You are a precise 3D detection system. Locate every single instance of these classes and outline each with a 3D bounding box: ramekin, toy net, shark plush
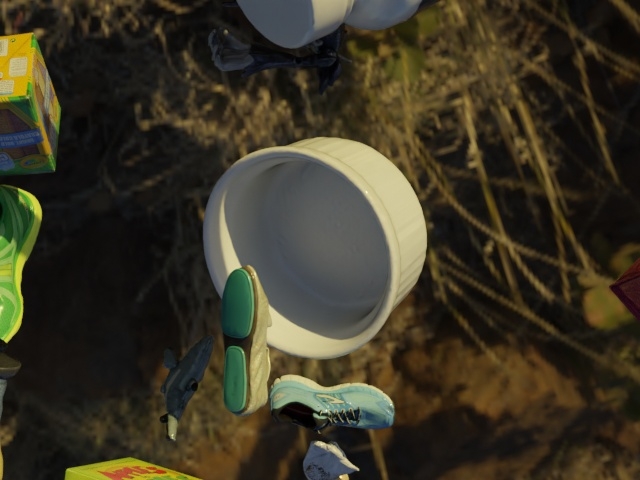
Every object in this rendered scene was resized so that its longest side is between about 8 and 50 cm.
[{"bbox_3d":[0.000,0.000,1.759,0.277,0.277,0.135,-46,172,33],"label":"ramekin"},{"bbox_3d":[0.020,0.331,1.822,0.122,0.045,0.232,1,130,26],"label":"toy net"},{"bbox_3d":[-0.198,0.206,1.963,0.067,0.161,0.073,-22,119,42],"label":"shark plush"}]

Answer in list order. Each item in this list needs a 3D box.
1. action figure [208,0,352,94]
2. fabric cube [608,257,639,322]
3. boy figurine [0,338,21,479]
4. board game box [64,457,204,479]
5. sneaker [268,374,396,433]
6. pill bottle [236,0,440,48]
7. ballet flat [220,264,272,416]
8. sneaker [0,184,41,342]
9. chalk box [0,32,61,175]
[{"bbox_3d":[-0.040,-0.252,1.423,0.141,0.164,0.276,7,170,13],"label":"action figure"},{"bbox_3d":[0.615,0.059,1.924,0.258,0.259,0.254,-41,180,-15],"label":"fabric cube"},{"bbox_3d":[-0.416,0.251,1.594,0.092,0.177,0.285,6,108,-32],"label":"boy figurine"},{"bbox_3d":[-0.128,0.237,1.212,0.181,0.043,0.092,11,-175,30],"label":"board game box"},{"bbox_3d":[0.013,0.217,1.709,0.162,0.073,0.063,5,120,7],"label":"sneaker"},{"bbox_3d":[0.074,-0.293,1.223,0.319,0.176,0.176,-31,147,-26],"label":"pill bottle"},{"bbox_3d":[-0.078,0.106,1.493,0.052,0.057,0.168,-7,105,-49],"label":"ballet flat"},{"bbox_3d":[-0.528,0.047,2.168,0.109,0.295,0.123,-11,152,35],"label":"sneaker"},{"bbox_3d":[-0.459,-0.179,2.018,0.132,0.132,0.213,-6,142,2],"label":"chalk box"}]
